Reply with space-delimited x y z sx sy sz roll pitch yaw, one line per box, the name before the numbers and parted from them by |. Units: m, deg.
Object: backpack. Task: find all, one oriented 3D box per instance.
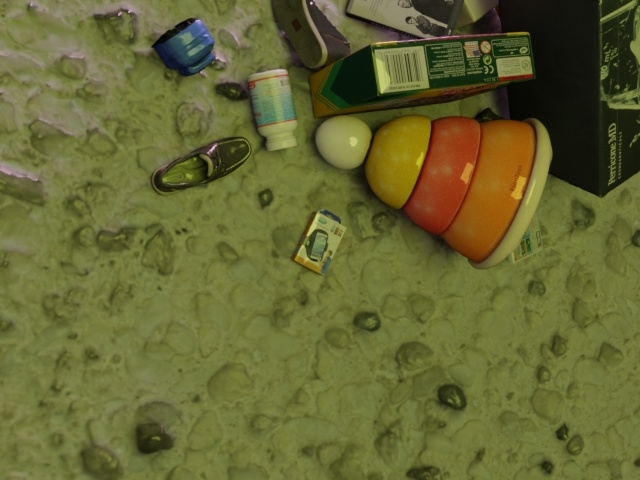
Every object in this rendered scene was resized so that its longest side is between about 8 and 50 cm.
backpack | -0.257 -0.382 1.517 0.098 0.120 0.101 -45 108 -16

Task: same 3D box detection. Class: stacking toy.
stacking toy | 0.221 -0.169 1.678 0.479 0.350 0.351 20 85 -5

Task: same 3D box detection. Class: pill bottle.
pill bottle | -0.096 -0.271 1.610 0.087 0.087 0.160 -14 98 -22

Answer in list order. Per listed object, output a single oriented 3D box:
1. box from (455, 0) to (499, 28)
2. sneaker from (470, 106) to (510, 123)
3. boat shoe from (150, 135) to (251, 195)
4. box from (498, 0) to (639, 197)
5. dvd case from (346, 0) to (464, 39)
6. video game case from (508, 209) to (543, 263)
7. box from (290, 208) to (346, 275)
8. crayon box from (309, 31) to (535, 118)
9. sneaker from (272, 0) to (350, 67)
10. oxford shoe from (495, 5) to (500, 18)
box | 0.345 -0.564 1.783 0.101 0.087 0.102 -37 106 -17
sneaker | 0.379 -0.280 1.835 0.170 0.051 0.089 21 84 -27
boat shoe | -0.233 -0.151 1.564 0.223 0.073 0.080 -25 102 -20
box | 0.682 -0.441 1.738 0.471 0.297 0.480 -31 129 -17
dvd case | 0.196 -0.544 1.701 0.238 0.029 0.179 19 85 3
video game case | 0.492 -0.036 1.886 0.143 0.019 0.157 -19 101 -43
box | 0.000 0.000 1.698 0.081 0.028 0.136 28 84 -22
crayon box | 0.202 -0.340 1.610 0.362 0.313 0.106 -10 93 -22
sneaker | -0.021 -0.468 1.648 0.118 0.083 0.222 -16 83 -53
oxford shoe | 0.474 -0.631 1.761 0.130 0.132 0.364 -34 131 -21
